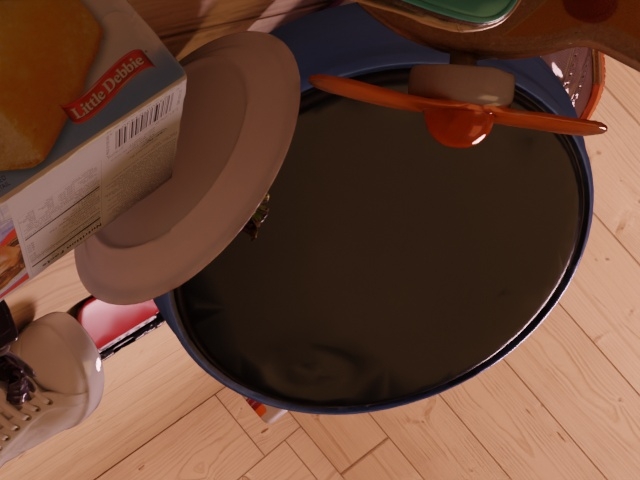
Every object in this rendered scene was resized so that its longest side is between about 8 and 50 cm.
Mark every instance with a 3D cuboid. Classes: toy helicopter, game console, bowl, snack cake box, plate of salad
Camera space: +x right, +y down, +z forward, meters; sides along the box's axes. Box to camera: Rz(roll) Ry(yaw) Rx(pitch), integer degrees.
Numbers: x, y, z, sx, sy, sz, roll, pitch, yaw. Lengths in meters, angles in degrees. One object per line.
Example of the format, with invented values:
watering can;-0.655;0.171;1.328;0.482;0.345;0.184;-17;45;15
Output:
toy helicopter;0.153;-0.127;0.623;0.235;0.355;0.140;-58;173;1
game console;-0.251;0.086;1.244;0.124;0.085;0.144;-5;-163;39
bowl;0.045;-0.006;0.912;0.391;0.391;0.077;-42;-144;17
snack cake box;-0.199;-0.015;0.553;0.264;0.089;0.152;-38;175;-19
plate of salad;-0.083;-0.045;0.696;0.200;0.200;0.048;-42;130;13

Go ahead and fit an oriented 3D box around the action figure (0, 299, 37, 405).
action figure;-0.306;0.124;0.845;0.185;0.099;0.285;-42;178;-32

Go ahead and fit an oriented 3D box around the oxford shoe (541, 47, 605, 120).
oxford shoe;0.237;-0.221;1.201;0.133;0.130;0.363;-28;140;-32

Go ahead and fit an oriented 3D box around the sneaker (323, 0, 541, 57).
sneaker;0.093;-0.166;0.912;0.305;0.152;0.114;-40;176;12

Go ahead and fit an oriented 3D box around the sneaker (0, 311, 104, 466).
sneaker;-0.311;0.175;1.089;0.123;0.106;0.290;-37;174;-45

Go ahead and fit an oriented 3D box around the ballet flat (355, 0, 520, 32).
ballet flat;-0.010;-0.152;0.506;0.080;0.232;0.073;-64;-150;18

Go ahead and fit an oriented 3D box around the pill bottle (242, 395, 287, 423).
pill bottle;-0.096;0.128;1.477;0.121;0.221;0.121;-39;173;-6
